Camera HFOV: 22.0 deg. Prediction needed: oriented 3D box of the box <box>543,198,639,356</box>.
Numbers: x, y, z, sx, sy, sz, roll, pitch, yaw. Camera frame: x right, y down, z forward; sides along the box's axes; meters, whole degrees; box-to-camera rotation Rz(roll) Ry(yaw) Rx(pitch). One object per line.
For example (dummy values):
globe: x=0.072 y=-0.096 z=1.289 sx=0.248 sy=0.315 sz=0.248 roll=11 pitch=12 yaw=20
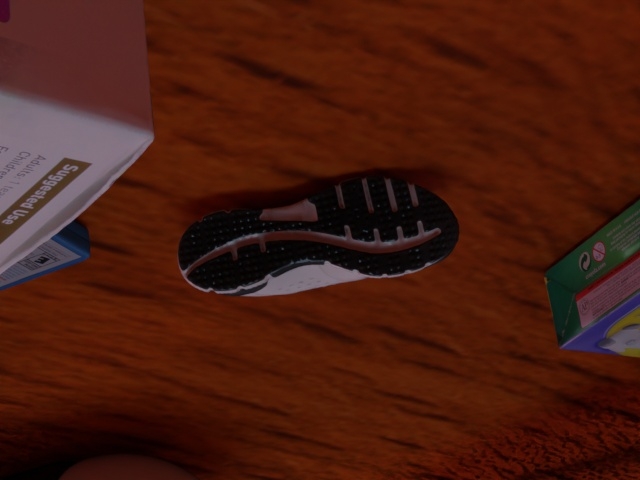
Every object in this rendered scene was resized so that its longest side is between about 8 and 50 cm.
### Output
box: x=0.201 y=0.020 z=0.725 sx=0.179 sy=0.043 sz=0.105 roll=6 pitch=151 yaw=-27

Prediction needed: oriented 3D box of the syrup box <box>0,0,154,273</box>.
syrup box: x=-0.163 y=-0.069 z=0.398 sx=0.237 sy=0.093 sz=0.096 roll=14 pitch=146 yaw=-36

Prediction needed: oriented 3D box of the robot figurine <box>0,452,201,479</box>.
robot figurine: x=-0.161 y=0.215 z=0.863 sx=0.278 sy=0.209 sz=0.173 roll=-19 pitch=115 yaw=22

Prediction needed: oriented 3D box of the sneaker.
sneaker: x=0.000 y=0.000 z=0.647 sx=0.109 sy=0.040 sz=0.044 roll=-5 pitch=170 yaw=4

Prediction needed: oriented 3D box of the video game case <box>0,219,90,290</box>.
video game case: x=-0.189 y=0.006 z=0.625 sx=0.166 sy=0.015 sz=0.119 roll=-19 pitch=152 yaw=21
